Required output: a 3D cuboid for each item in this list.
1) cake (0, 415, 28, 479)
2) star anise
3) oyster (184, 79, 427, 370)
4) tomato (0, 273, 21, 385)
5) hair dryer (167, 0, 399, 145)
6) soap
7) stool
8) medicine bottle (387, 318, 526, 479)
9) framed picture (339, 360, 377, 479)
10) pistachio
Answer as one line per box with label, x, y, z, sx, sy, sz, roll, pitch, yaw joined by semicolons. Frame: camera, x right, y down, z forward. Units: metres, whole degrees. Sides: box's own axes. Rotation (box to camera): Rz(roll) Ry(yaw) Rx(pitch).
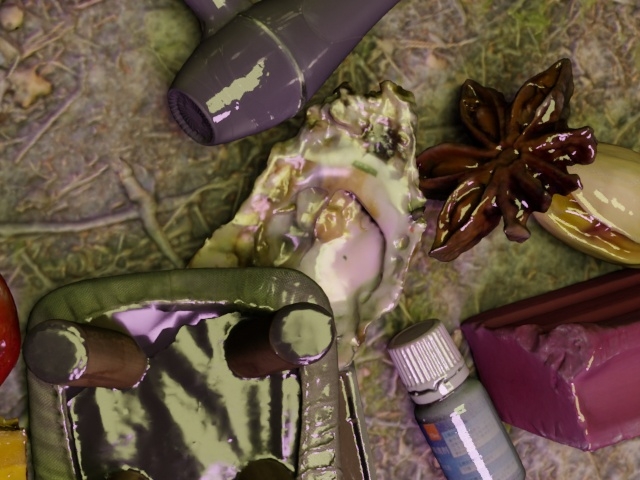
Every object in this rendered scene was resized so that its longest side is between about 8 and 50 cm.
cake;-0.288;0.220;1.390;0.116;0.079;0.185;-31;125;8
star anise;0.185;-0.079;1.567;0.220;0.214;0.099;-22;137;16
oyster;0.002;0.001;1.534;0.201;0.107;0.354;36;95;-5
tomato;-0.338;0.094;1.368;0.099;0.173;0.189;23;81;-38
hair dryer;-0.093;-0.302;1.491;0.301;0.121;0.361;-41;99;-24
soap;0.365;0.100;1.601;0.360;0.233;0.128;-16;99;-20
stool;-0.127;0.187;1.383;0.310;0.226;0.310;-5;93;-2
medicine bottle;0.144;0.184;1.595;0.083;0.083;0.203;-30;102;-18
framed picture;-0.033;0.290;1.565;0.213;0.016;0.289;-15;97;-20
pistachio;0.319;-0.043;1.647;0.201;0.117;0.145;18;45;-10
